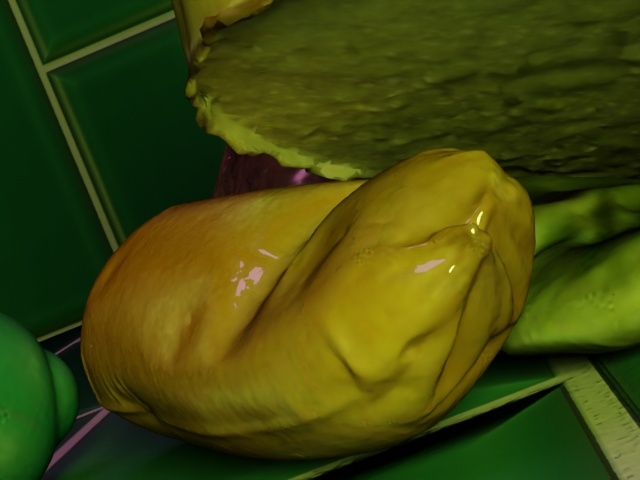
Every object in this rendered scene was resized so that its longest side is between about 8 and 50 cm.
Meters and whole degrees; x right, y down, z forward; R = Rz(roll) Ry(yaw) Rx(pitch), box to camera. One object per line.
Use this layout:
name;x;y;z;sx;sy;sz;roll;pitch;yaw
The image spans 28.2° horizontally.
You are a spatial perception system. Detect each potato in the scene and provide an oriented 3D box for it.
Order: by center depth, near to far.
potato;0.148;-0.207;0.556;0.442;0.319;0.385;1;-14;-33

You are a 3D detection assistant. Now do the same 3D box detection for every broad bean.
broad bean;0.127;0.011;0.563;0.153;0.072;0.207;-25;14;-24

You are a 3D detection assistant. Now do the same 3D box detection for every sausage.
sausage;-0.014;0.034;0.568;0.134;0.116;0.354;-42;14;-21

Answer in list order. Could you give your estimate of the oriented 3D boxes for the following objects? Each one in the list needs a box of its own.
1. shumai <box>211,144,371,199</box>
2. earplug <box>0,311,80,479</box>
shumai;0.072;-0.028;0.888;0.283;0.217;0.346;13;27;-11
earplug;-0.276;0.135;0.730;0.280;0.164;0.257;-11;-37;-18
